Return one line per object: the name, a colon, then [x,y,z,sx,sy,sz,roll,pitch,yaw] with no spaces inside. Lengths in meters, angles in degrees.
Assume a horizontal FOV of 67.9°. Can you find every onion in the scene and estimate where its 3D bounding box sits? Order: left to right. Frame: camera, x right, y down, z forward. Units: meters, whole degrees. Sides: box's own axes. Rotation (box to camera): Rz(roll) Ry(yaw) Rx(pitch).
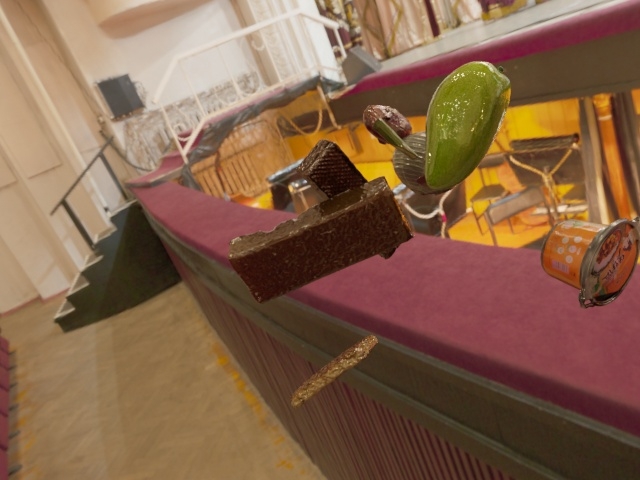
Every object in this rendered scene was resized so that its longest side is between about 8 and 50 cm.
onion: [0.252,-0.426,1.834,0.206,0.151,0.098,20,39,-1]

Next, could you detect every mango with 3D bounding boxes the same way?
mango: [0.365,-0.296,1.250,0.192,0.343,0.156,27,12,30]

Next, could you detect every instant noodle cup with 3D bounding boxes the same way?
instant noodle cup: [0.534,0.030,0.963,0.208,0.177,0.125,-36,30,-17]

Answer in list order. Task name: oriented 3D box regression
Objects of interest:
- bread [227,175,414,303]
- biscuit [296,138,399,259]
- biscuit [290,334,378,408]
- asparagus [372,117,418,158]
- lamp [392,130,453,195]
bread: [0.000,0.000,1.133,0.417,0.165,0.113,-23,31,8]
biscuit: [0.095,-0.096,1.244,0.107,0.388,0.073,-51,36,-6]
biscuit: [0.029,0.197,0.749,0.131,0.025,0.231,-37,-12,4]
asparagus: [0.241,-0.319,1.530,0.041,0.178,0.045,-46,-2,31]
lamp: [0.391,-0.274,1.735,0.265,0.233,0.233,14,-2,-32]
